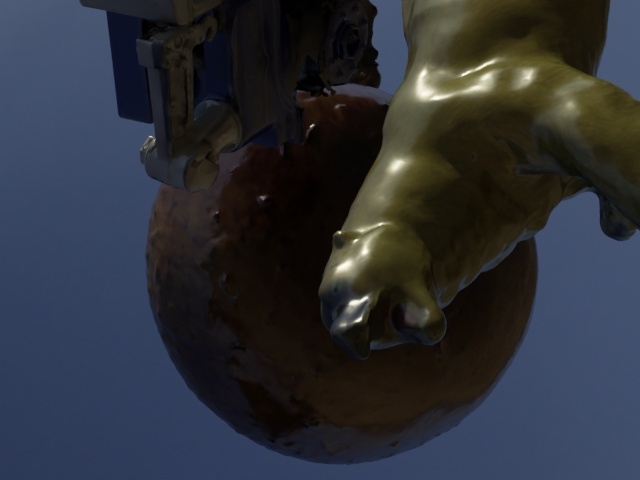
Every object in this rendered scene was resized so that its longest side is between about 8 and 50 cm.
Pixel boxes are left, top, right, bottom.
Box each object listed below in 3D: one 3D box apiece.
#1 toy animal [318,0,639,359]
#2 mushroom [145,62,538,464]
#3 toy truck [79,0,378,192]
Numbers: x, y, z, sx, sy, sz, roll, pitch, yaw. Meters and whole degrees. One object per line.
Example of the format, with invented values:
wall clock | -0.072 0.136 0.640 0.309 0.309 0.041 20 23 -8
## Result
toy animal | 0.059 -0.053 0.394 0.103 0.101 0.219 102 176 -66
mushroom | -0.010 0.000 1.082 0.331 0.356 0.334 6 -77 -51
toy truck | -0.072 -0.153 0.769 0.177 0.161 0.213 -43 -41 -47
